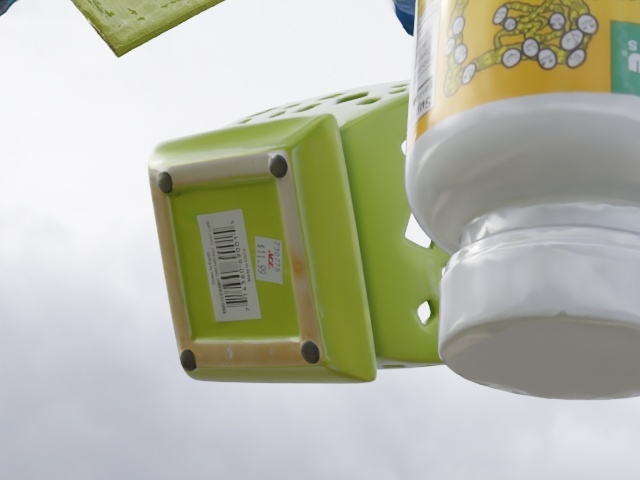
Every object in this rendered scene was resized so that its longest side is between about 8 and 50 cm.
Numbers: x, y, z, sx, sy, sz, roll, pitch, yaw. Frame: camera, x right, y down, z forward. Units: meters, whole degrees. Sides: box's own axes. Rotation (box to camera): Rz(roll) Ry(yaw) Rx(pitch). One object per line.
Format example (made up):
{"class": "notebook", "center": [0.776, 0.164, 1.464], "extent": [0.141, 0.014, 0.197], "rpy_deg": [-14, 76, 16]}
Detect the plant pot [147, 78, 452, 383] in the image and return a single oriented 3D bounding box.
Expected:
{"class": "plant pot", "center": [0.000, 0.000, 1.101], "extent": [0.227, 0.228, 0.207], "rpy_deg": [-4, 7, 43]}

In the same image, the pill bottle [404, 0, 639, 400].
{"class": "pill bottle", "center": [0.090, -0.056, 0.495], "extent": [0.117, 0.208, 0.117], "rpy_deg": [5, -23, 2]}

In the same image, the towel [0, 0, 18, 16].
{"class": "towel", "center": [-0.414, -0.182, 0.965], "extent": [0.370, 0.271, 0.040], "rpy_deg": [26, -31, 20]}

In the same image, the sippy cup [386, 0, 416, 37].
{"class": "sippy cup", "center": [0.085, -0.222, 0.669], "extent": [0.240, 0.305, 0.224], "rpy_deg": [-16, -87, 41]}

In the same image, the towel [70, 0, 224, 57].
{"class": "towel", "center": [-0.069, -0.219, 1.030], "extent": [0.102, 0.237, 0.021], "rpy_deg": [49, -18, 36]}
